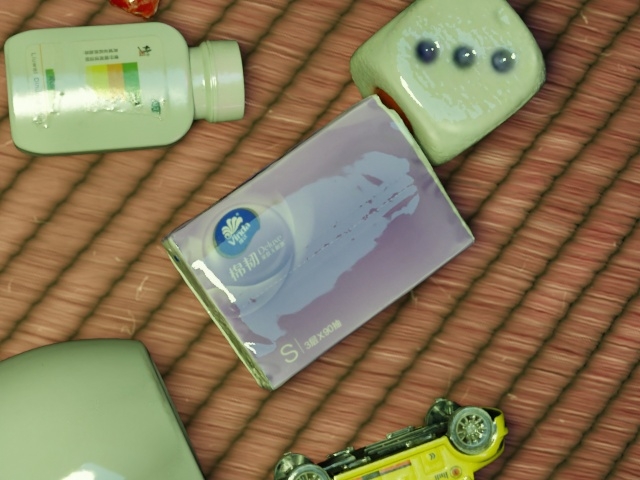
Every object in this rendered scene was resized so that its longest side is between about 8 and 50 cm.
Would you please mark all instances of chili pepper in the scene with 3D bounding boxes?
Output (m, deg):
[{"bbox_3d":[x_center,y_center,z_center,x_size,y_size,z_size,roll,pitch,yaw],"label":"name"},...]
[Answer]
[{"bbox_3d":[-0.225,-0.348,1.788,0.073,0.070,0.123,31,79,-24],"label":"chili pepper"}]

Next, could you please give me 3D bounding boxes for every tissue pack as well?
[{"bbox_3d":[0.000,0.000,1.760,0.338,0.160,0.242,-36,94,-10],"label":"tissue pack"}]

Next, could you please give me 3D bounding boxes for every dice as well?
[{"bbox_3d":[0.164,-0.221,1.786,0.192,0.194,0.193,-37,92,-11],"label":"dice"}]

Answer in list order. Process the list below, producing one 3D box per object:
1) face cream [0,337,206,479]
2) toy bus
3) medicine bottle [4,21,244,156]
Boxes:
[{"bbox_3d":[-0.334,0.285,1.638,0.357,0.219,0.312,-24,64,-7],"label":"face cream"},{"bbox_3d":[0.090,0.316,1.768,0.330,0.144,0.152,-18,90,-9],"label":"toy bus"},{"bbox_3d":[-0.250,-0.194,1.753,0.296,0.111,0.161,-4,89,-11],"label":"medicine bottle"}]
